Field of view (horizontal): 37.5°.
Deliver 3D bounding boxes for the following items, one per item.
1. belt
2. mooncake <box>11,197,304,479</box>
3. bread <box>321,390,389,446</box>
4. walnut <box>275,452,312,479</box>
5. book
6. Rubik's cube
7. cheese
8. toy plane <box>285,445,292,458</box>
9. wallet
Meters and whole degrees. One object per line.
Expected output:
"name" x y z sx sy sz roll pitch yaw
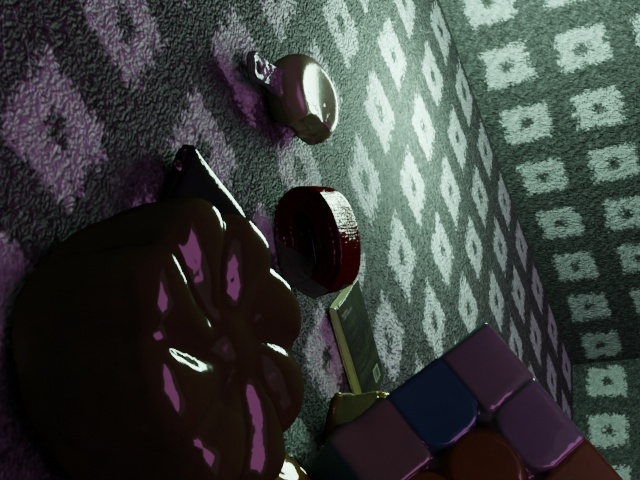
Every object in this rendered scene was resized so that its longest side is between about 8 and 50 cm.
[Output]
"belt" 0.000 0.000 1.700 0.124 0.128 0.201 -8 88 -66
"mooncake" -0.167 0.136 1.136 0.378 0.201 0.378 37 44 -48
"bread" 0.112 0.481 1.749 0.323 0.143 0.333 55 34 -47
"walnut" -0.091 0.374 1.263 0.336 0.209 0.209 -103 168 -52
"book" 0.077 0.210 1.922 0.160 0.024 0.228 -47 124 -62
"Rubik's cube" 0.186 0.397 1.428 0.347 0.346 0.344 -30 73 -29
"cheese" -0.059 -0.278 1.742 0.286 0.082 0.163 15 66 -62
"toy plane" -0.066 0.365 1.525 0.083 0.033 0.080 -23 117 -66
"wallet" -0.167 -0.020 1.438 0.250 0.044 0.149 54 38 -46
